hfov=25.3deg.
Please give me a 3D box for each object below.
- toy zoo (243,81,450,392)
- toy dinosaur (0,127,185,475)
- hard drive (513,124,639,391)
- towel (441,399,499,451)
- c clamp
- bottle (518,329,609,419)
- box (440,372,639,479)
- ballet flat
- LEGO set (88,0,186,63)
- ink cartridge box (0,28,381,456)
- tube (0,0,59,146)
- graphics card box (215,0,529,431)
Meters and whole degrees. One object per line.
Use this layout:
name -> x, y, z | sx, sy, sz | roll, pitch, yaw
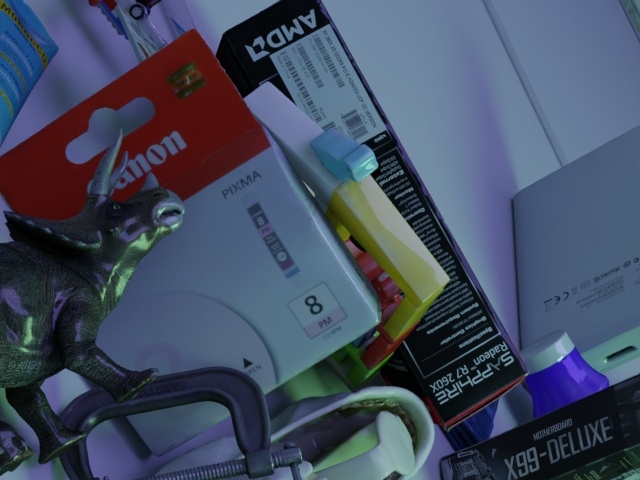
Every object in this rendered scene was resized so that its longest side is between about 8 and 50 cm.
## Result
toy zoo -> 0.000, 0.000, 1.069 | 0.192, 0.030, 0.293 | 48, -21, 9
toy dinosaur -> -0.202, 0.053, 0.849 | 0.313, 0.121, 0.160 | -20, 73, -50
hard drive -> 0.346, 0.014, 1.739 | 0.047, 0.233, 0.353 | 45, 30, -28
towel -> 0.154, 0.171, 1.461 | 0.067, 0.029, 0.119 | 55, 26, -13
c clamp -> -0.090, 0.136, 0.914 | 0.022, 0.160, 0.137 | 88, -6, -48
bottle -> 0.313, 0.237, 1.587 | 0.283, 0.118, 0.092 | 59, -8, -4
box -> 0.302, 0.268, 1.392 | 0.307, 0.242, 0.077 | 41, 32, -35
ballet flat -> -0.021, 0.185, 1.005 | 0.139, 0.139, 0.400 | 62, 26, 0
LEGO set -> -0.146, -0.161, 1.181 | 0.182, 0.060, 0.244 | 43, 15, -49
ink cartridge box -> -0.097, 0.005, 0.974 | 0.232, 0.189, 0.066 | 55, 10, -15
tube -> -0.233, -0.125, 1.025 | 0.207, 0.052, 0.080 | -87, 152, -57
graphics card box -> 0.033, -0.024, 1.246 | 0.371, 0.094, 0.233 | 60, -6, -2
